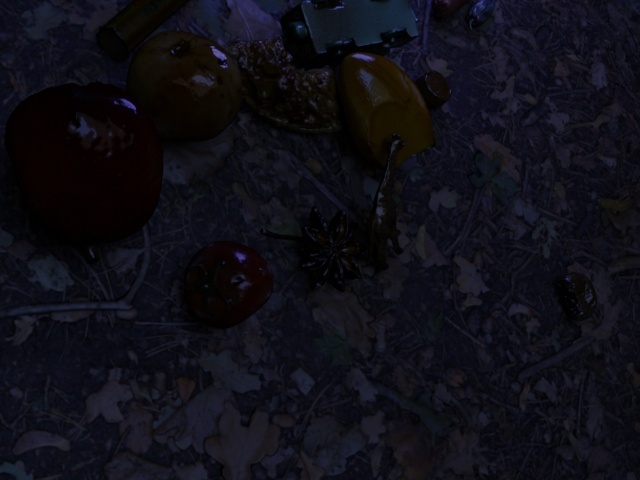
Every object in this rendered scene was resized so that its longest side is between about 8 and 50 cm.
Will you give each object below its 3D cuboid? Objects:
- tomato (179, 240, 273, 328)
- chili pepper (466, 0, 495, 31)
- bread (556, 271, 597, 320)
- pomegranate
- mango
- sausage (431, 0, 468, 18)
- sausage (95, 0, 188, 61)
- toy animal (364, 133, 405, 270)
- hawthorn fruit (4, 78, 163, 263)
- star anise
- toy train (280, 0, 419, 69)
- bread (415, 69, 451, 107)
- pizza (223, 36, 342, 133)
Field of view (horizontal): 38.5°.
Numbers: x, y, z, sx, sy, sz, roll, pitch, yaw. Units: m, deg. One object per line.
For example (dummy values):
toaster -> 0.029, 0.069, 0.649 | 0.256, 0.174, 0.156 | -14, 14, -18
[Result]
tomato -> -0.167, 0.078, 1.675 | 0.167, 0.167, 0.167 | 8, 72, -25
chili pepper -> 0.393, -0.562, 2.213 | 0.153, 0.041, 0.050 | -51, 143, -29
bread -> 0.588, 0.127, 2.099 | 0.082, 0.060, 0.113 | -12, 83, -29
pomegranate -> -0.254, -0.275, 1.704 | 0.215, 0.215, 0.215 | 8, 72, -25
mango -> 0.123, -0.283, 1.897 | 0.187, 0.138, 0.257 | -38, 119, -22
sausage -> 0.319, -0.580, 2.166 | 0.062, 0.062, 0.154 | 49, 59, -6
sausage -> -0.293, -0.494, 1.816 | 0.082, 0.082, 0.371 | 44, 60, -9
toy animal -> 0.135, -0.074, 1.855 | 0.149, 0.054, 0.275 | -32, 125, -50
hawthorn fruit -> -0.393, -0.116, 1.557 | 0.265, 0.265, 0.307 | -11, 94, -29
star anise -> 0.000, -0.002, 1.817 | 0.234, 0.073, 0.177 | 49, 58, -27
toy train -> 0.052, -0.447, 1.936 | 0.326, 0.159, 0.129 | -19, 87, -34
bread -> 0.251, -0.337, 2.066 | 0.085, 0.053, 0.085 | 17, 58, -30
pizza -> -0.071, -0.303, 1.826 | 0.305, 0.161, 0.085 | 29, 28, -27
